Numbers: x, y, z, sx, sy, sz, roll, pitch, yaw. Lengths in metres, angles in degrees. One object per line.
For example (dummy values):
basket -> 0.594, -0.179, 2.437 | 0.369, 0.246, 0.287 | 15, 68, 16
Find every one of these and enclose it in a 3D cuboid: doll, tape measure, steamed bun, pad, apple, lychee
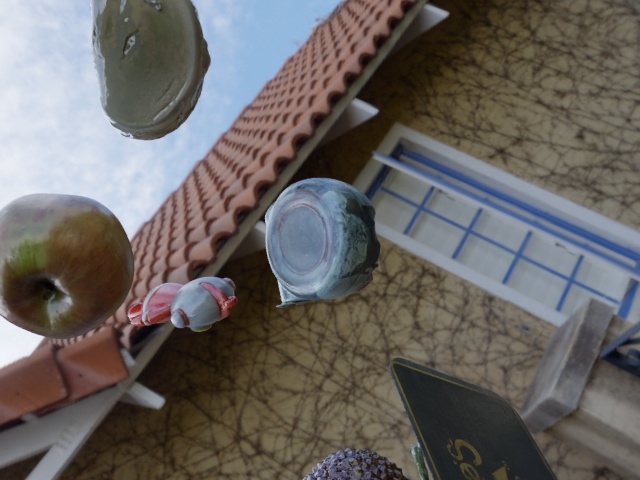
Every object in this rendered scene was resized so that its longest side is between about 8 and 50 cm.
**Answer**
doll -> -0.295, 0.142, 1.325 | 0.199, 0.336, 0.106 | -33, -72, -46
tape measure -> 0.000, 0.000, 1.261 | 0.275, 0.256, 0.147 | -22, -14, 41
steamed bun -> -0.365, -0.420, 1.294 | 0.247, 0.236, 0.384 | -156, 60, -77
pad -> 0.199, 0.254, 0.611 | 0.063, 0.314, 0.375 | -54, 32, 23
apple -> -0.704, 0.054, 1.603 | 0.334, 0.400, 0.401 | -102, 26, -55
lychee -> 0.079, 0.503, 1.069 | 0.235, 0.271, 0.236 | -4, -83, -33

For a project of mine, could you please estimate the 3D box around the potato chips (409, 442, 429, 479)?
potato chips -> 0.206, 0.492, 1.190 | 0.092, 0.028, 0.208 | -61, -40, -84
